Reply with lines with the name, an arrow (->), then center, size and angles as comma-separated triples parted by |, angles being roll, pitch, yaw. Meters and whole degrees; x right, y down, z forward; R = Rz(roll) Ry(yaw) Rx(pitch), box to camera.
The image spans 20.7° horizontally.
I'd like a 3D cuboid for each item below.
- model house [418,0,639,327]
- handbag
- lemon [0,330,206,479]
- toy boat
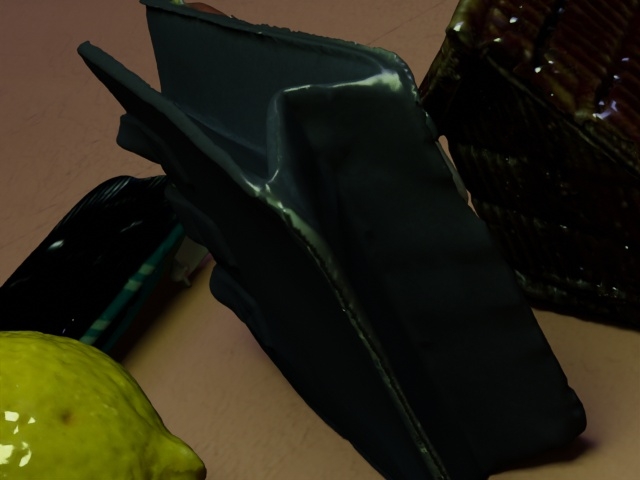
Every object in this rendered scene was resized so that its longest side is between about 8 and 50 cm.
model house -> 0.204, -0.123, 1.140 | 0.297, 0.282, 0.317 | 0, 43, 38
handbag -> 0.000, 0.000, 1.113 | 0.122, 0.303, 0.329 | -37, 32, -13
lemon -> -0.209, 0.179, 1.090 | 0.267, 0.267, 0.267 | -20, 33, 14
toy boat -> -0.201, 0.078, 1.366 | 0.134, 0.092, 0.299 | 6, 49, 46
